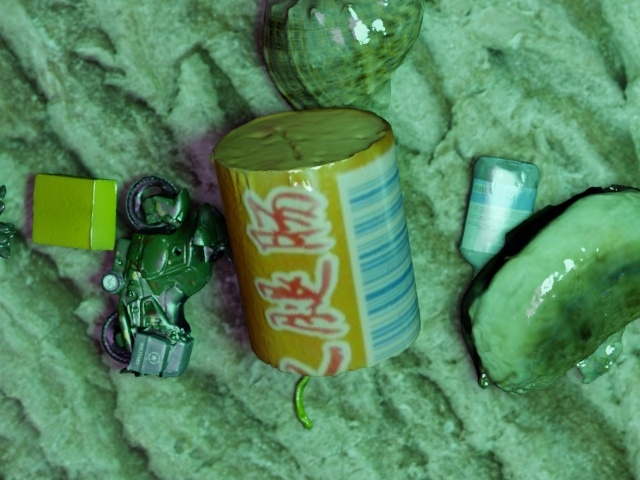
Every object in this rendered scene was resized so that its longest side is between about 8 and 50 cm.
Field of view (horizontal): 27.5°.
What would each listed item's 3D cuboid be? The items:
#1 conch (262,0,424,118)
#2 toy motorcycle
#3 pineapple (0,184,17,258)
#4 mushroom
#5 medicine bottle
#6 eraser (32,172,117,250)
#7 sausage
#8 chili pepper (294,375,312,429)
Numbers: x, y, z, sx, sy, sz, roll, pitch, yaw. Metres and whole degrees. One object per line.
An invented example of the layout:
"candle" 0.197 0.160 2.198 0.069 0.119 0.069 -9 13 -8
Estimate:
"conch" 0.028 -0.263 1.689 0.210 0.159 0.291 1 98 0
"toy motorcycle" -0.193 0.060 1.751 0.187 0.125 0.274 15 98 9
"pineapple" -0.493 -0.080 1.730 0.158 0.158 0.278 -28 108 4
"mushroom" 0.347 0.074 1.711 0.344 0.130 0.247 -25 104 -3
"medicine bottle" 0.236 -0.008 1.765 0.090 0.053 0.208 9 100 -3
"eraser" -0.328 -0.038 1.743 0.122 0.045 0.097 8 95 39
"sausage" 0.000 0.000 1.648 0.233 0.233 0.287 -9 114 2
"chili pepper" -0.022 0.222 1.812 0.030 0.017 0.083 -6 99 1
